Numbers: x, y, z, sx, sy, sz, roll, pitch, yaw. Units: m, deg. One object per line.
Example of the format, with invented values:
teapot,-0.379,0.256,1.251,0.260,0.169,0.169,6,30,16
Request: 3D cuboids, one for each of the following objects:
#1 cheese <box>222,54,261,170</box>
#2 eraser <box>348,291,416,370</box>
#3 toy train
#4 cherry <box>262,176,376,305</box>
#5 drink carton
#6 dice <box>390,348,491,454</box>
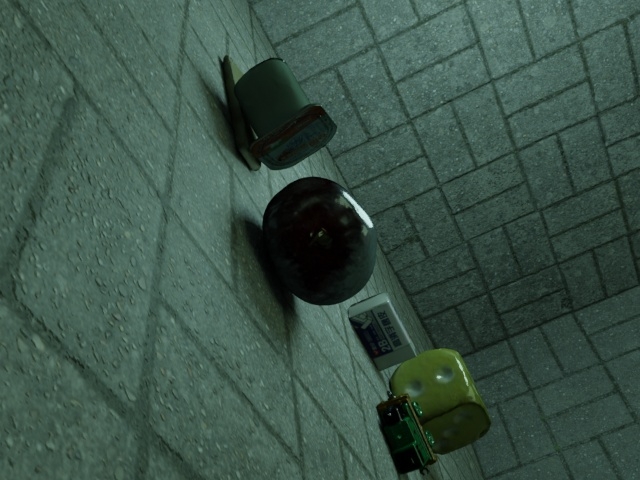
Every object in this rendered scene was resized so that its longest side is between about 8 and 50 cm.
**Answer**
cheese,-0.191,-0.317,1.707,0.085,0.034,0.400,57,13,-44
eraser,0.177,0.260,2.015,0.068,0.125,0.210,-96,160,-64
toy train,0.212,0.485,1.766,0.227,0.091,0.136,66,20,2
cherry,0.000,0.000,1.413,0.255,0.218,0.296,59,4,0
drink carton,-0.095,-0.286,1.609,0.189,0.185,0.191,57,9,22
dice,0.357,0.480,2.126,0.226,0.233,0.238,-105,167,-47
